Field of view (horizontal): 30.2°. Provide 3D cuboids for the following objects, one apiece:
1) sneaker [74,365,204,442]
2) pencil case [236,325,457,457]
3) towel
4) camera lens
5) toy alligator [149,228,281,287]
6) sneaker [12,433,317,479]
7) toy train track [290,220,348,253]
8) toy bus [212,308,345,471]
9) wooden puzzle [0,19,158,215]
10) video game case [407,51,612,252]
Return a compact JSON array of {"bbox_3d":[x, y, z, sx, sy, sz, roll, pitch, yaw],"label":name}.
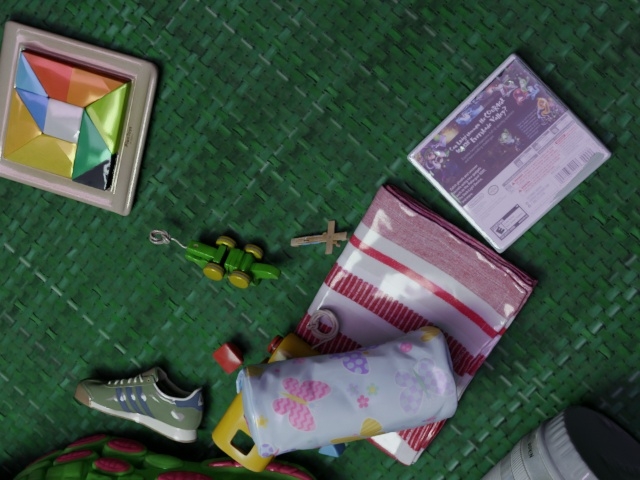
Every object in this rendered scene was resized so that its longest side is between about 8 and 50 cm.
[{"bbox_3d":[-0.251,0.214,1.694,0.192,0.064,0.086,20,102,10],"label":"sneaker"},{"bbox_3d":[0.036,0.186,1.480,0.273,0.113,0.124,-12,69,-6],"label":"pencil case"},{"bbox_3d":[0.102,0.119,1.570,0.237,0.037,0.329,33,112,7],"label":"towel"},{"bbox_3d":[0.288,0.369,1.484,0.219,0.219,0.274,41,113,3],"label":"camera lens"},{"bbox_3d":[-0.142,0.028,1.612,0.190,0.056,0.051,16,150,12],"label":"toy alligator"},{"bbox_3d":[-0.229,0.402,1.674,0.483,0.185,0.202,6,108,18],"label":"sneaker"},{"bbox_3d":[0.000,0.000,1.576,0.083,0.014,0.048,-7,63,27],"label":"toy train track"},{"bbox_3d":[-0.060,0.211,1.582,0.191,0.104,0.202,-9,103,23],"label":"toy bus"},{"bbox_3d":[-0.348,-0.165,1.622,0.239,0.044,0.221,19,110,11],"label":"wooden puzzle"},{"bbox_3d":[0.232,-0.107,1.475,0.173,0.022,0.190,46,113,0],"label":"video game case"}]
